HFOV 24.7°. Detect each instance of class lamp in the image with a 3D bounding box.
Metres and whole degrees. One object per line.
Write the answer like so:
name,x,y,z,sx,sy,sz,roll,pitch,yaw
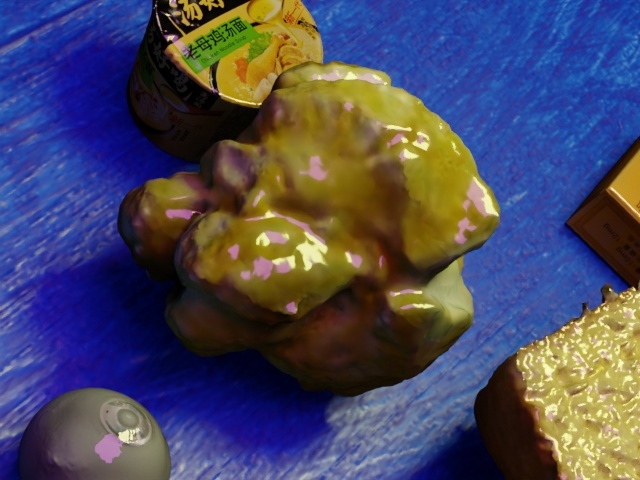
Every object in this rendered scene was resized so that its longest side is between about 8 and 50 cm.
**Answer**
lamp,-0.155,0.153,1.008,0.105,0.105,0.105,14,55,-22

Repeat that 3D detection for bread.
bread,0.252,0.150,1.195,0.340,0.179,0.194,-23,72,-35

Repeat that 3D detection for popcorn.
popcorn,-0.005,0.002,1.110,0.276,0.225,0.276,-2,99,-17

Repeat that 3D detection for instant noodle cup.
instant noodle cup,-0.088,-0.145,1.221,0.151,0.122,0.151,13,58,-21

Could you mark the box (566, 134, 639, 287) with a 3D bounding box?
box,0.392,0.017,1.423,0.274,0.076,0.174,44,51,2
